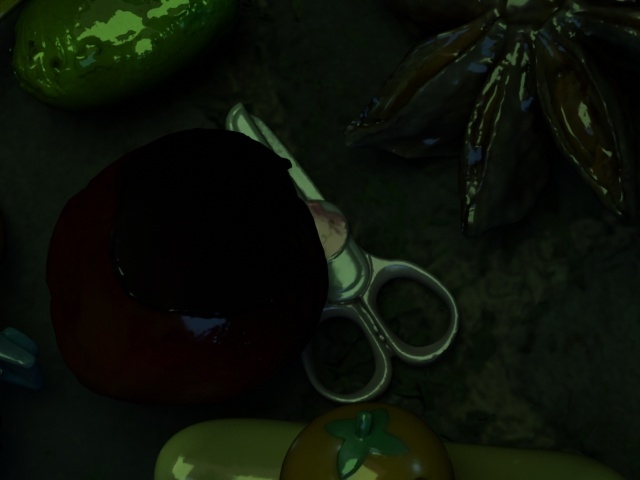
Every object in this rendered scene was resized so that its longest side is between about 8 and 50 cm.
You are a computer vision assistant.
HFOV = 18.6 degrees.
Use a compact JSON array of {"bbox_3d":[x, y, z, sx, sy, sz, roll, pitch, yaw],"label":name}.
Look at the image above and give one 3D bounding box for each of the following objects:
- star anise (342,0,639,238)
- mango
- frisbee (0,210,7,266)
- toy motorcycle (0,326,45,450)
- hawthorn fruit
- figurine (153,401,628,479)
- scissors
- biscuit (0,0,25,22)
[{"bbox_3d":[0.168,-0.146,1.369,0.332,0.117,0.331,-8,71,24],"label":"star anise"},{"bbox_3d":[-0.143,-0.153,1.440,0.178,0.100,0.119,-19,55,5],"label":"mango"},{"bbox_3d":[-0.323,-0.059,1.368,0.021,0.251,0.251,-49,69,17],"label":"frisbee"},{"bbox_3d":[-0.375,0.019,1.386,0.416,0.172,0.232,30,70,16],"label":"toy motorcycle"},{"bbox_3d":[-0.108,0.032,1.327,0.251,0.189,0.189,-28,62,42],"label":"hawthorn fruit"},{"bbox_3d":[0.047,0.172,1.233,0.325,0.222,0.124,10,75,12],"label":"figurine"},{"bbox_3d":[0.000,0.000,1.401,0.118,0.030,0.242,-31,71,-3],"label":"scissors"},{"bbox_3d":[-0.238,-0.182,1.461,0.048,0.026,0.292,25,55,24],"label":"biscuit"}]
